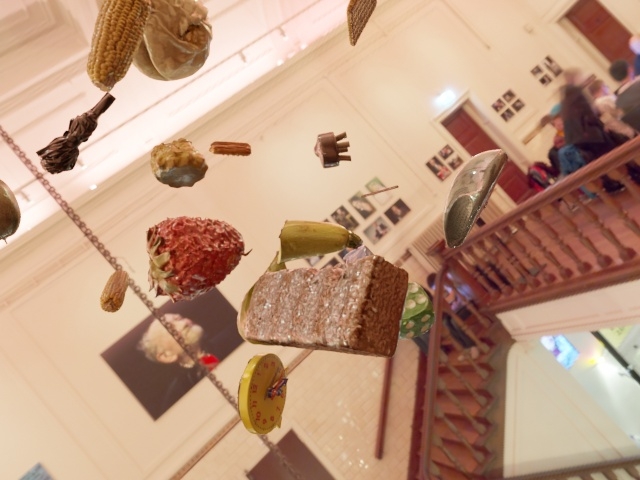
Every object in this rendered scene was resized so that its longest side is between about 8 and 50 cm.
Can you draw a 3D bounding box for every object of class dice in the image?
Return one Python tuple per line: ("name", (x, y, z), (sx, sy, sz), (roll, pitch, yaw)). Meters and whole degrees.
("dice", (0.259, 0.208, 1.455), (0.128, 0.131, 0.120), (-22, -41, -6))

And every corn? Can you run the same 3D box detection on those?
("corn", (-0.574, -0.589, 1.387), (0.130, 0.130, 0.348), (119, 164, -80))
("corn", (-0.629, 0.153, 1.492), (0.068, 0.068, 0.207), (-43, 26, 8))

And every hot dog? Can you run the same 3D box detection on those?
("hot dog", (-0.350, -0.357, 1.897), (0.164, 0.071, 0.045), (-1, -52, -17))

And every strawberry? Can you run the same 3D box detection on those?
("strawberry", (-0.374, 0.040, 1.540), (0.343, 0.292, 0.292), (-17, -17, -32))

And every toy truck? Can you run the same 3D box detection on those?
("toy truck", (0.137, 0.156, 1.803), (0.175, 0.146, 0.367), (-41, 16, 20))

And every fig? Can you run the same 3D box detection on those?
("fig", (-0.187, 0.215, 1.660), (0.232, 0.315, 0.233), (-17, 4, 1))

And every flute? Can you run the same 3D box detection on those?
("flute", (0.249, -0.209, 2.094), (0.014, 0.014, 0.269), (-40, 14, -26))

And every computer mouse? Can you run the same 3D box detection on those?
("computer mouse", (0.443, -0.127, 1.463), (0.188, 0.121, 0.371), (-46, -25, -32))

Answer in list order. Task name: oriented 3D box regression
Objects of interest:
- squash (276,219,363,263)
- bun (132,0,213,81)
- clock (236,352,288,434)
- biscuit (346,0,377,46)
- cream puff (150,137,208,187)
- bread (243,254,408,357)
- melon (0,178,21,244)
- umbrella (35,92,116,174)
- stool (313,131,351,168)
("squash", (-0.003, -0.016, 1.506), (0.287, 0.138, 0.137), (-10, -14, -17))
("bun", (-0.565, -0.779, 1.832), (0.365, 0.365, 0.219), (-41, 40, -21))
("clock", (-0.186, 0.540, 1.725), (0.071, 0.278, 0.293), (-4, -17, 25))
("biscuit", (0.130, -0.738, 1.538), (0.172, 0.029, 0.254), (-61, -6, 0))
("cream puff", (-0.371, -0.209, 1.270), (0.146, 0.117, 0.146), (-15, -23, -7))
("bread", (-0.014, 0.134, 0.965), (0.416, 0.113, 0.165), (-12, 57, 53))
("melon", (-0.724, -0.069, 1.066), (0.114, 0.168, 0.114), (-17, 16, 5))
("umbrella", (-0.815, -0.364, 1.648), (0.340, 0.118, 0.118), (-50, -3, -4))
("stool", (0.040, -0.332, 1.771), (0.121, 0.125, 0.217), (-13, 14, -3))
